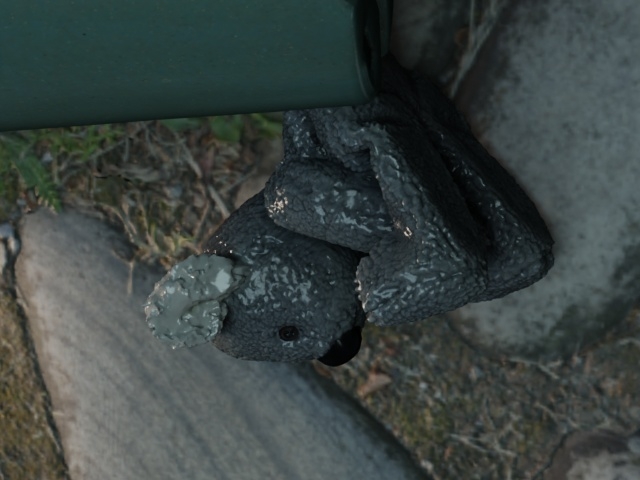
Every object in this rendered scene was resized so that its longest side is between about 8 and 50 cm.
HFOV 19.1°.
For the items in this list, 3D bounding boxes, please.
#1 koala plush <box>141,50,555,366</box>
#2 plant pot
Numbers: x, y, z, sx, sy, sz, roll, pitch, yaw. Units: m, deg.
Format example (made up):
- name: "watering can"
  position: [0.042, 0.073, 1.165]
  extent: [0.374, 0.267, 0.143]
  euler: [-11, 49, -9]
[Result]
- name: "koala plush"
  position: [0.000, 0.000, 1.262]
  extent: [0.221, 0.196, 0.203]
  euler: [-39, 78, 24]
- name: "plant pot"
  position: [-0.130, -0.208, 1.101]
  extent: [0.334, 0.341, 0.341]
  euler: [1, 104, 8]
